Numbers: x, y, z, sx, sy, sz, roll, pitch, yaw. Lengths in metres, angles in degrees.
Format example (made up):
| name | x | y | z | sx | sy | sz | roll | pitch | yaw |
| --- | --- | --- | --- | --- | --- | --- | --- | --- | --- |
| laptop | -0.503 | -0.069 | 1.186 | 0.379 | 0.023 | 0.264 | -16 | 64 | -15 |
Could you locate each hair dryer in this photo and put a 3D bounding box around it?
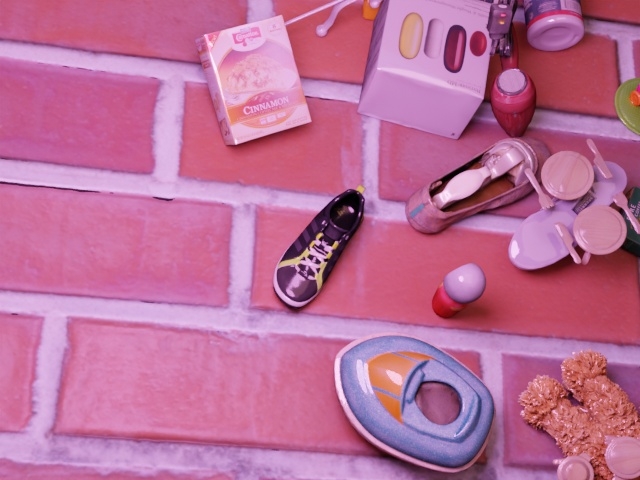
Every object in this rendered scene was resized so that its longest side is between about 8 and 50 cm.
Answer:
| name | x | y | z | sx | sy | sz | roll | pitch | yaw |
| --- | --- | --- | --- | --- | --- | --- | --- | --- | --- |
| hair dryer | 0.339 | -0.305 | 1.817 | 0.080 | 0.293 | 0.223 | 4 | 32 | 16 |

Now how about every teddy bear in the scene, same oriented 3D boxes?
| name | x | y | z | sx | sy | sz | roll | pitch | yaw |
| --- | --- | --- | --- | --- | --- | --- | --- | --- | --- |
| teddy bear | 0.464 | 0.332 | 1.658 | 0.245 | 0.113 | 0.338 | -13 | 71 | -14 |

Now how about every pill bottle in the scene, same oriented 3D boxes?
| name | x | y | z | sx | sy | sz | roll | pitch | yaw |
| --- | --- | --- | --- | --- | --- | --- | --- | --- | --- |
| pill bottle | 0.434 | -0.459 | 1.979 | 0.108 | 0.108 | 0.180 | 3 | 67 | -11 |

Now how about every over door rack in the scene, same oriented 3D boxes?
| name | x | y | z | sx | sy | sz | roll | pitch | yaw |
| --- | --- | --- | --- | --- | --- | --- | --- | --- | --- |
| over door rack | -0.077 | -0.475 | 1.887 | 0.324 | 0.108 | 0.239 | -19 | 73 | -4 |

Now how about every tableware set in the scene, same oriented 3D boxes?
| name | x | y | z | sx | sy | sz | roll | pitch | yaw |
| --- | --- | --- | --- | --- | --- | --- | --- | --- | --- |
| tableware set | 0.438 | -0.059 | 1.758 | 0.128 | 0.039 | 0.194 | -25 | 72 | 1 |
| tableware set | 0.437 | 0.381 | 1.588 | 0.141 | 0.020 | 0.168 | -14 | 72 | 4 |

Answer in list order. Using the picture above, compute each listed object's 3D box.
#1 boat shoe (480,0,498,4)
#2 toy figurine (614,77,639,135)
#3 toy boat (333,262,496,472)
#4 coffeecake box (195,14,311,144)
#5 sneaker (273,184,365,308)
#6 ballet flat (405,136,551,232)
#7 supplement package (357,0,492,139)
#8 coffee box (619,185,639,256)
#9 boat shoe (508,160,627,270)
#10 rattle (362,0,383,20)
| name | x | y | z | sx | sy | sz | roll | pitch | yaw |
| --- | --- | --- | --- | --- | --- | --- | --- | --- | --- |
| boat shoe | 0.274 | -0.537 | 1.984 | 0.079 | 0.095 | 0.254 | -5 | 68 | -16 |
| toy figurine | 0.641 | -0.259 | 1.913 | 0.130 | 0.159 | 0.173 | -21 | 74 | -19 |
| toy boat | 0.169 | 0.184 | 1.633 | 0.267 | 0.148 | 0.318 | 25 | 65 | -1 |
| coffeecake box | -0.113 | -0.268 | 1.763 | 0.142 | 0.068 | 0.185 | -19 | 100 | -19 |
| sneaker | 0.000 | 0.000 | 1.700 | 0.084 | 0.097 | 0.234 | 31 | 65 | 2 |
| ballet flat | 0.289 | -0.107 | 1.803 | 0.316 | 0.106 | 0.107 | -31 | 77 | -22 |
| supplement package | 0.186 | -0.319 | 1.844 | 0.194 | 0.149 | 0.203 | 14 | 65 | -6 |
| coffee box | 0.616 | -0.008 | 1.869 | 0.184 | 0.040 | 0.113 | 26 | 64 | -2 |
| boat shoe | 0.424 | -0.031 | 1.815 | 0.258 | 0.084 | 0.095 | -36 | 78 | -12 |
| rattle | 0.115 | -0.521 | 1.979 | 0.130 | 0.143 | 0.199 | 4 | 46 | -45 |
